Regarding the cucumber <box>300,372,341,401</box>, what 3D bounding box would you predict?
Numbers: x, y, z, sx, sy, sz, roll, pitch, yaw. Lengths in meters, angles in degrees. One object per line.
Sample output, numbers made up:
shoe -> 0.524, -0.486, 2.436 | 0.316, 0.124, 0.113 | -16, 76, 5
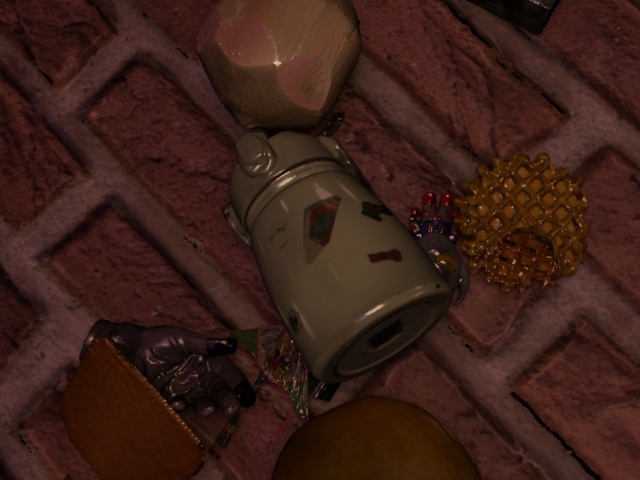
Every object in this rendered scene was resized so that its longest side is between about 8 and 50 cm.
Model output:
cucumber -> 0.018, 0.185, 1.018 | 0.048, 0.048, 0.105 | 33, 86, 11

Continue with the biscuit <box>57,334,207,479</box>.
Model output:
biscuit -> -0.281, 0.276, 1.001 | 0.237, 0.013, 0.232 | 45, 123, 12

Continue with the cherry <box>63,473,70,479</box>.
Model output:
cherry -> -0.360, 0.463, 1.009 | 0.107, 0.090, 0.225 | -35, 68, 17

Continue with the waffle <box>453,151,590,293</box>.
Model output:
waffle -> 0.289, -0.027, 0.989 | 0.193, 0.070, 0.197 | -14, 84, -8

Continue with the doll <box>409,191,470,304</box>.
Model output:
doll -> 0.165, 0.024, 1.017 | 0.104, 0.062, 0.194 | 12, 73, -9

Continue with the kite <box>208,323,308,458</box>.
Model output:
kite -> -0.095, 0.211, 1.026 | 0.198, 0.006, 0.244 | 38, 93, 26

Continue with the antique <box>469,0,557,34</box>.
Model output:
antique -> 0.275, -0.400, 1.053 | 0.183, 0.088, 0.086 | 31, 85, 10

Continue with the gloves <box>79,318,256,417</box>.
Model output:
gloves -> -0.218, 0.179, 1.018 | 0.286, 0.119, 0.142 | 20, 96, 24

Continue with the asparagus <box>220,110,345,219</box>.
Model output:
asparagus -> -0.055, -0.116, 1.086 | 0.248, 0.025, 0.024 | -39, 36, 0

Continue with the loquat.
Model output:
loquat -> 0.066, 0.333, 0.873 | 0.276, 0.284, 0.276 | 0, 99, -3

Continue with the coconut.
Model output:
coconut -> -0.066, -0.267, 1.013 | 0.227, 0.227, 0.230 | 32, 77, 11

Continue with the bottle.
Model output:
bottle -> 0.000, 0.000, 0.960 | 0.229, 0.229, 0.351 | -35, 63, 1
